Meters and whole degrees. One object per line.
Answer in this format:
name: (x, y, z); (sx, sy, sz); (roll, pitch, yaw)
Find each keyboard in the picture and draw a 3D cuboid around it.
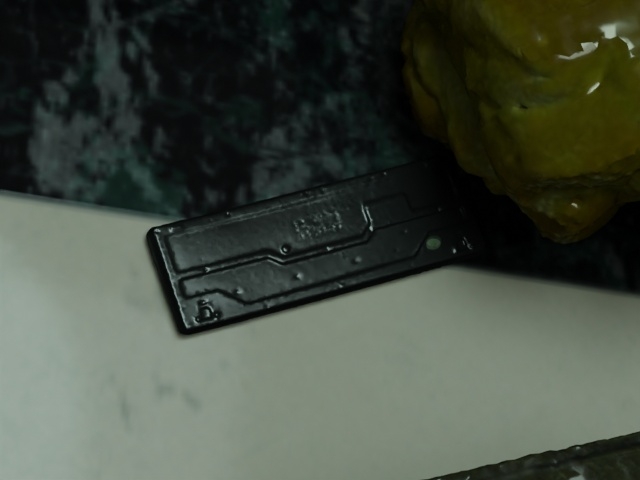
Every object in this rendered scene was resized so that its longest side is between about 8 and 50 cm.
keyboard: (0.000, 0.000, 0.783); (0.155, 0.010, 0.053); (-14, 77, -23)

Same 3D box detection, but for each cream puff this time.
cream puff: (0.154, -0.107, 0.772); (0.244, 0.196, 0.244); (7, 69, -17)

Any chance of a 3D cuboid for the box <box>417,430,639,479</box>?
box: (0.102, 0.223, 0.674); (0.184, 0.143, 0.273); (-9, 76, -22)
